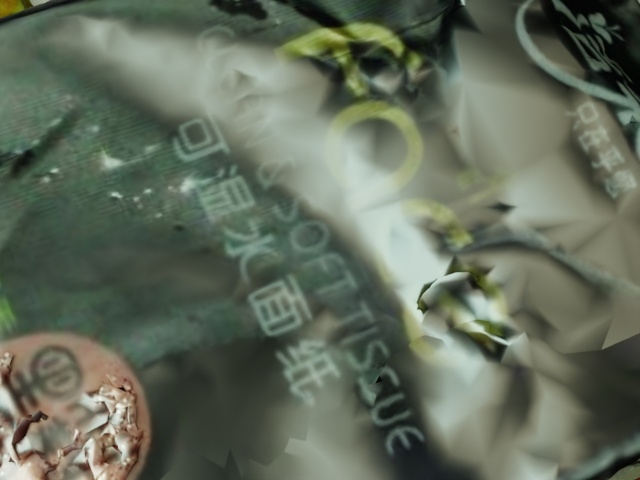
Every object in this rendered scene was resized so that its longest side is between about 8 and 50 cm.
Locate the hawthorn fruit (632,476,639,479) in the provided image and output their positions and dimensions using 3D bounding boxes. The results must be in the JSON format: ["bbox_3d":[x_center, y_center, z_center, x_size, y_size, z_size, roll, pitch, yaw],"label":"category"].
[{"bbox_3d":[0.152,0.137,0.499,0.194,0.157,0.157,-43,80,-12],"label":"hawthorn fruit"}]

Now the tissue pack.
[{"bbox_3d":[0.000,0.000,0.522,0.332,0.123,0.245,-22,80,-14],"label":"tissue pack"}]

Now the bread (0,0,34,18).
[{"bbox_3d":[-0.200,-0.068,0.585,0.172,0.103,0.132,-34,79,-2],"label":"bread"}]
